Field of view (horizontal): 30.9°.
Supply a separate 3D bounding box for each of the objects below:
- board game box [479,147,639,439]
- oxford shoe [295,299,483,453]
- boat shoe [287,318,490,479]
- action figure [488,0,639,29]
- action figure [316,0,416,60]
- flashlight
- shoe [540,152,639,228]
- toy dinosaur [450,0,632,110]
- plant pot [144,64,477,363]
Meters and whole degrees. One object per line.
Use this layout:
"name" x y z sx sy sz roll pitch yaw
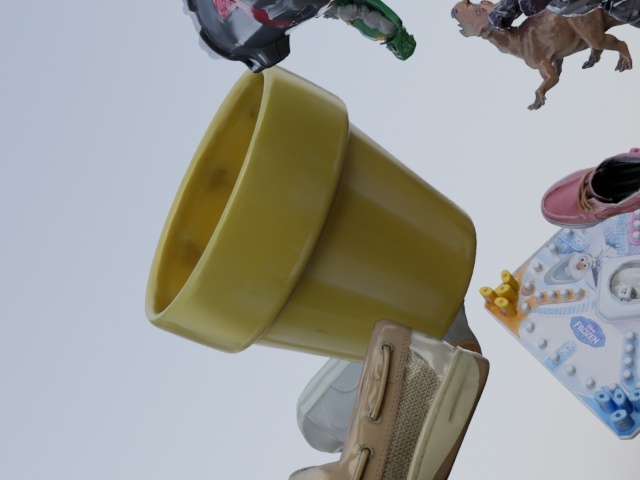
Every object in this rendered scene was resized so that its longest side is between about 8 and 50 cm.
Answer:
"board game box" 0.499 0.066 1.852 0.390 0.390 0.050 -43 -48 0
"oxford shoe" 0.079 0.196 1.421 0.169 0.130 0.449 -17 -22 -23
"boat shoe" 0.019 0.215 0.865 0.122 0.110 0.341 107 -171 -58
"action figure" 0.158 -0.229 0.975 0.185 0.285 0.099 171 116 -86
"action figure" 0.013 -0.276 1.297 0.063 0.232 0.137 -58 15 3
"flashlight" -0.041 -0.173 0.716 0.304 0.103 0.103 -159 87 -77
"shoe" 0.286 -0.053 1.185 0.081 0.178 0.063 6 -103 -45
"toy dinosaur" 0.371 -0.339 1.802 0.127 0.295 0.200 -96 -17 -68
"plant pot" 0.000 0.000 1.045 0.254 0.239 0.254 -57 19 31
